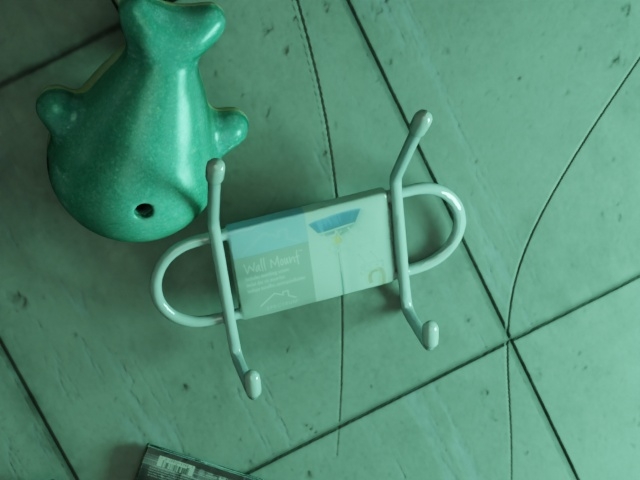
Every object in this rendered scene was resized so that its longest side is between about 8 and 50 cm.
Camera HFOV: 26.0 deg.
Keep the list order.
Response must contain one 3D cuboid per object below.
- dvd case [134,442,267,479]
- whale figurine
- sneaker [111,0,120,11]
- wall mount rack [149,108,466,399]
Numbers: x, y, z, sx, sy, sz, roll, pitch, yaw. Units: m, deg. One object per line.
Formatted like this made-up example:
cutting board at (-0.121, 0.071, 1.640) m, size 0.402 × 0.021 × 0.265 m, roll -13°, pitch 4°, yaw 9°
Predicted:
dvd case at (-0.151, 0.352, 1.549) m, size 0.164 × 0.018 × 0.221 m, roll 19°, pitch 96°, yaw -8°
whale figurine at (-0.170, -0.111, 1.366) m, size 0.216 × 0.141 × 0.272 m, roll 7°, pitch 132°, yaw -21°
sneaker at (-0.163, -0.276, 1.419) m, size 0.118 × 0.083 × 0.222 m, roll -33°, pitch 103°, yaw -4°
wall mount rack at (0.000, 0.000, 1.404) m, size 0.350 × 0.130 × 0.304 m, roll -15°, pitch 124°, yaw -11°
